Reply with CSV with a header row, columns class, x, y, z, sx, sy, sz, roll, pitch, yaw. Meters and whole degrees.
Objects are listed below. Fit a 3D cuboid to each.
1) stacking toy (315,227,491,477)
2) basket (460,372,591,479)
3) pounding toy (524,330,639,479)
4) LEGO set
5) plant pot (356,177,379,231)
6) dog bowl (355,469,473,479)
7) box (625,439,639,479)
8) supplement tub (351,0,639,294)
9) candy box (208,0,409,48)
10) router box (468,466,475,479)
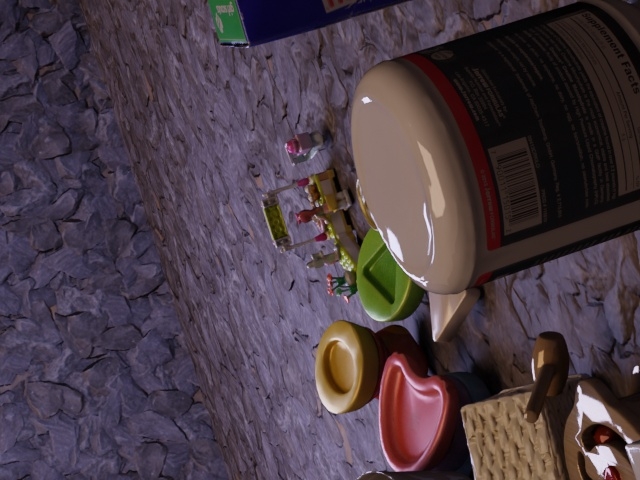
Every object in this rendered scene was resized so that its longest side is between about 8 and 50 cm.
class,x,y,z,sx,sy,sz,roll,pitch,yaw
stacking toy,0.138,0.133,2.128,0.309,0.130,0.280,43,122,54
basket,0.225,0.230,1.748,0.113,0.103,0.167,-17,83,37
pounding toy,0.268,0.210,1.599,0.269,0.154,0.154,-133,33,-55
LEGO set,0.000,0.000,2.327,0.132,0.107,0.287,104,145,-67
plant pot,0.098,-0.057,1.975,0.134,0.095,0.134,162,90,-75
dog bowl,0.142,0.423,1.957,0.349,0.102,0.349,168,90,-67
box,0.348,0.225,1.395,0.091,0.130,0.171,158,94,-73
supplement tub,0.178,-0.082,1.359,0.191,0.272,0.191,162,90,-74
candy box,-0.003,-0.372,1.649,0.122,0.268,0.317,-158,52,-74
router box,0.243,0.393,1.944,0.309,0.081,0.243,99,149,-42
